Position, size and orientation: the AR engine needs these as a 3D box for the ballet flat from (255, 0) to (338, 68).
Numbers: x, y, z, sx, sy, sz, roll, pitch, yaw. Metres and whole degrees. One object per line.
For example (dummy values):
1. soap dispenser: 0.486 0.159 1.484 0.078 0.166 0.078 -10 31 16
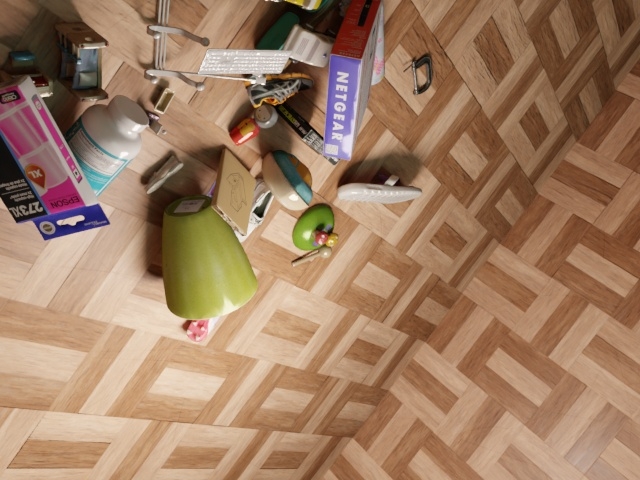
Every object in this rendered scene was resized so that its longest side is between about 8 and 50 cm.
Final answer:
1. ballet flat: -0.037 -0.594 1.742 0.342 0.116 0.124 -53 159 7

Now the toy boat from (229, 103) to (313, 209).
1. toy boat: -0.117 -0.235 1.884 0.148 0.267 0.318 -35 115 5

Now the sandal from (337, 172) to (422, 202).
1. sandal: 0.231 -0.201 2.385 0.416 0.169 0.102 -1 82 -47

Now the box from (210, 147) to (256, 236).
1. box: -0.247 -0.137 1.863 0.164 0.021 0.201 49 38 -49

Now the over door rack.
1. over door rack: -0.248 -0.488 1.552 0.324 0.108 0.239 -7 128 -30

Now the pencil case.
1. pencil case: 0.128 -0.592 1.915 0.124 0.113 0.273 -25 139 -13

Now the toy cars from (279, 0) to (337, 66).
1. toy cars: -0.022 -0.544 1.614 0.176 0.087 0.393 -39 154 -9

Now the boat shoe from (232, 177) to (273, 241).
1. boat shoe: -0.213 -0.082 2.029 0.083 0.076 0.226 -1 122 -47

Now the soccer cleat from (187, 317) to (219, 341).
1. soccer cleat: -0.357 0.230 2.168 0.248 0.083 0.095 -56 174 -1

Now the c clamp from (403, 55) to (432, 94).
1. c clamp: 0.340 -0.568 2.255 0.137 0.022 0.160 -45 144 -17

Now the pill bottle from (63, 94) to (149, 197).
1. pill bottle: -0.506 -0.206 1.471 0.264 0.146 0.146 -41 149 20

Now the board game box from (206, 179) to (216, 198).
1. board game box: -0.270 -0.140 1.952 0.133 0.033 0.168 21 105 -53

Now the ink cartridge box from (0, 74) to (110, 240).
1. ink cartridge box: -0.611 -0.152 1.379 0.176 0.069 0.371 -13 125 10

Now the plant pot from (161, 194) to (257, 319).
1. plant pot: -0.344 0.028 1.862 0.275 0.275 0.293 -28 123 -29

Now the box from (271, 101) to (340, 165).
1. box: -0.039 -0.319 1.910 0.045 0.184 0.191 -44 147 10

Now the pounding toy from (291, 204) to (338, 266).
1. pounding toy: 0.000 0.000 2.310 0.183 0.110 0.237 -23 136 -33

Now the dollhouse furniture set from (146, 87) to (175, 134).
1. dollhouse furniture set: -0.400 -0.321 1.600 0.091 0.081 0.114 19 106 -54

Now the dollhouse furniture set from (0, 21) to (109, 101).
1. dollhouse furniture set: -0.552 -0.365 1.350 0.184 0.129 0.129 -18 134 -38

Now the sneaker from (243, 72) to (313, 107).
1. sneaker: -0.114 -0.420 1.810 0.215 0.084 0.083 -13 97 -29

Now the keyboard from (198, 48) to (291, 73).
1. keyboard: -0.179 -0.434 1.573 0.256 0.014 0.072 -15 156 -43

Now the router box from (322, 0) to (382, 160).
1. router box: 0.087 -0.445 1.778 0.335 0.082 0.301 95 10 -49

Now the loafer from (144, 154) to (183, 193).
1. loafer: -0.427 -0.178 1.747 0.125 0.039 0.045 -41 177 -8
